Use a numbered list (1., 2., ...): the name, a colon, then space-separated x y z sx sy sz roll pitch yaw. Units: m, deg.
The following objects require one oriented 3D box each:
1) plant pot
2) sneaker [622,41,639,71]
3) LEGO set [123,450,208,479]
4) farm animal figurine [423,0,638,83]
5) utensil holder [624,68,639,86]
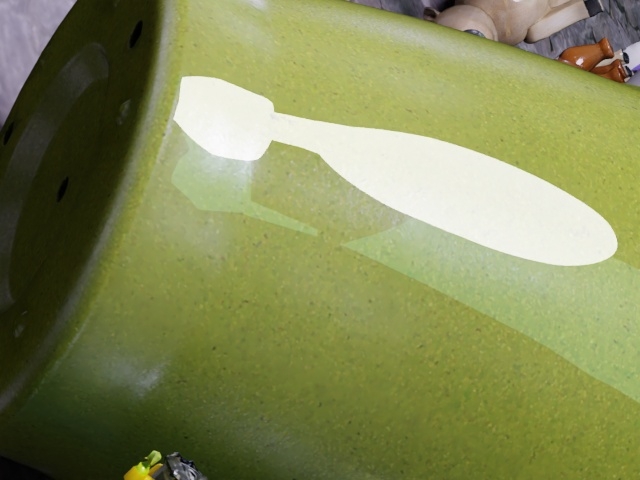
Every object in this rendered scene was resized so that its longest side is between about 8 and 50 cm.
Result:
1. plant pot: 0.014 0.031 0.589 0.353 0.366 0.367 24 57 -28
2. sneaker: 0.402 -0.054 1.280 0.323 0.130 0.236 62 6 -62
3. LEGO set: -0.057 0.210 0.473 0.331 0.255 0.192 31 12 -35
4. farm animal figurine: 0.157 -0.239 1.076 0.330 0.172 0.326 66 21 -1
5. utensil holder: 0.298 0.028 0.881 0.327 0.385 0.328 42 18 -17
